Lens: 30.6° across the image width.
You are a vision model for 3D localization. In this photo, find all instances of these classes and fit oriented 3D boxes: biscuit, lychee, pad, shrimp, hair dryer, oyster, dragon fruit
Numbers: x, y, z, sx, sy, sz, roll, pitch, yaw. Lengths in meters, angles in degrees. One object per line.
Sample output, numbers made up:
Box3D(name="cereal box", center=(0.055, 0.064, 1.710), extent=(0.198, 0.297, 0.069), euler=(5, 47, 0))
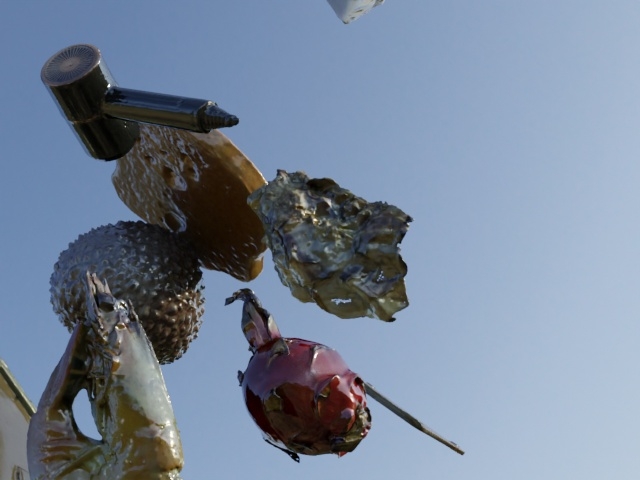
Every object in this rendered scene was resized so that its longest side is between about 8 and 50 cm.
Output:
Box3D(name="biscuit", center=(-0.232, -0.096, 2.155), extent=(0.062, 0.385, 0.365), euler=(-44, -20, -33))
Box3D(name="lychee", center=(-0.347, 0.093, 2.161), extent=(0.300, 0.300, 0.300), euler=(-13, -35, -9))
Box3D(name="pad", center=(0.131, 0.314, 2.268), extent=(0.018, 0.284, 0.286), euler=(-55, -32, -4))
Box3D(name="shrimp", center=(-0.205, 0.153, 1.089), extent=(0.145, 0.267, 0.061), euler=(-12, -17, 6))
Box3D(name="hair dryer", center=(-0.268, -0.195, 1.866), extent=(0.352, 0.107, 0.189), euler=(14, -34, 29))
Box3D(name="oyster", center=(-0.003, 0.002, 1.858), extent=(0.107, 0.354, 0.201), euler=(20, -86, -52))
Box3D(name="dragon fruit", center=(-0.037, 0.142, 1.298), extent=(0.125, 0.246, 0.125), euler=(-31, -30, -6))

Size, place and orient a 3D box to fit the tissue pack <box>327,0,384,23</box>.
Box3D(name="tissue pack", center=(0.044, -0.432, 1.785), extent=(0.092, 0.148, 0.196), euler=(-34, -2, -12))

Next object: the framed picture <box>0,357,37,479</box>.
Box3D(name="framed picture", center=(-0.349, 0.321, 1.446), extent=(0.022, 0.335, 0.247), euler=(-31, 8, 10))
